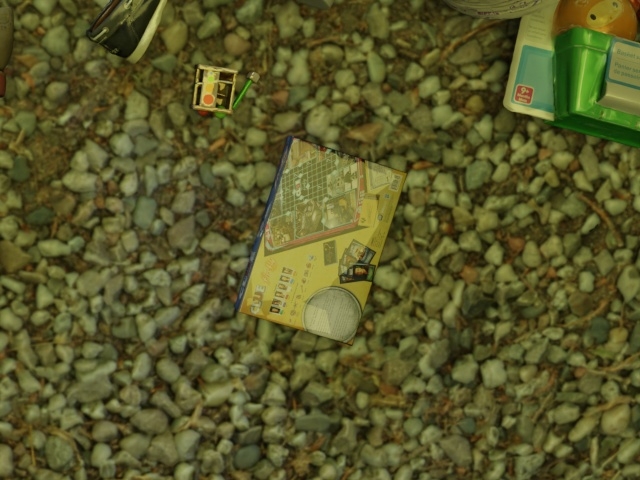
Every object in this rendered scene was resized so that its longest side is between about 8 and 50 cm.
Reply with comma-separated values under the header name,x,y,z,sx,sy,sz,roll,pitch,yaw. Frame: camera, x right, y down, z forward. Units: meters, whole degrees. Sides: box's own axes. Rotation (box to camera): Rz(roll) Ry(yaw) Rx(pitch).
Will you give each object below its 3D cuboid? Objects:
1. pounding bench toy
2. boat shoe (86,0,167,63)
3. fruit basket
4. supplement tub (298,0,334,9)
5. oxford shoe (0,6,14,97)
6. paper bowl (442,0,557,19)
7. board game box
name,x,y,z,sx,sy,sz,roll,pitch,yaw
pounding bench toy,-0.123,-0.190,1.898,0.083,0.052,0.065,6,95,-11
boat shoe,-0.217,-0.343,1.848,0.079,0.084,0.233,26,93,-16
fruit basket,0.431,-0.304,1.937,0.327,0.165,0.353,14,90,-12
supplement tub,0.000,-0.468,1.802,0.228,0.228,0.316,28,91,-12
oxford shoe,-0.533,-0.271,1.735,0.348,0.123,0.130,15,86,-31
paper bowl,0.243,-0.416,1.853,0.148,0.284,0.284,29,90,-53
board game box,0.000,0.000,1.947,0.165,0.042,0.243,18,93,-12
